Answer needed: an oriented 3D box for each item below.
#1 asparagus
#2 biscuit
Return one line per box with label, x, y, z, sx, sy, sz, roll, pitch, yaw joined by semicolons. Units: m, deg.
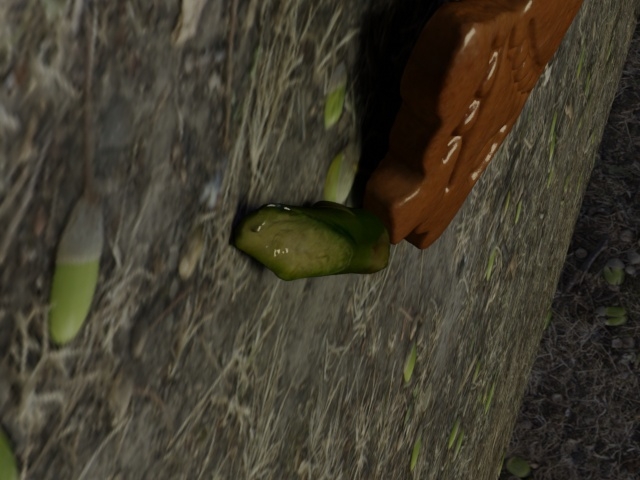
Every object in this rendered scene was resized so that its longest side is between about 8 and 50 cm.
asparagus;0.000;0.000;0.650;0.178;0.041;0.045;0;95;-72
biscuit;0.130;-0.126;0.819;0.306;0.043;0.284;-53;164;-16
